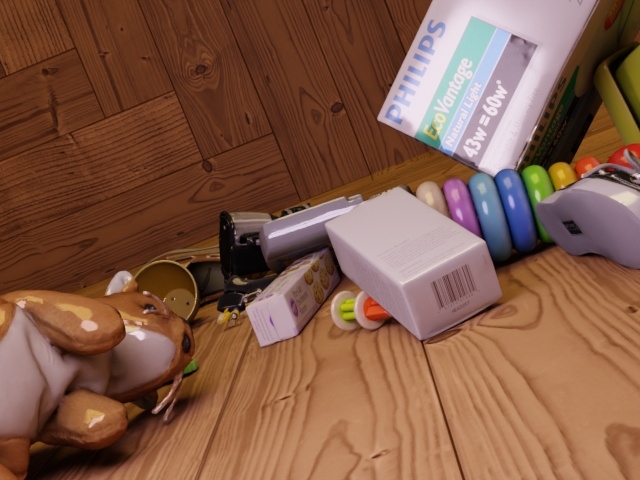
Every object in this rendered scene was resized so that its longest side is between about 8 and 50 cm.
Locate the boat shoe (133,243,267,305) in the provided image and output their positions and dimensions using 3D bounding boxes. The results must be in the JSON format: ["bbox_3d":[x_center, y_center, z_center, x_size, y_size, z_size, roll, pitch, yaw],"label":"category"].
[{"bbox_3d":[-0.263,0.077,2.257,0.324,0.122,0.120,-20,10,22],"label":"boat shoe"}]

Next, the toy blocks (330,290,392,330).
[{"bbox_3d":[0.101,0.071,1.418,0.123,0.054,0.148,-26,8,-37],"label":"toy blocks"}]

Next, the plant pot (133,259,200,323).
[{"bbox_3d":[-0.276,0.112,2.058,0.134,0.134,0.095,-21,-18,7],"label":"plant pot"}]

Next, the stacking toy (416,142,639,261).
[{"bbox_3d":[0.301,-0.051,1.489,0.330,0.141,0.141,-16,7,5],"label":"stacking toy"}]

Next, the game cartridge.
[{"bbox_3d":[0.000,0.000,1.926,0.198,0.062,0.297,-23,-13,4],"label":"game cartridge"}]

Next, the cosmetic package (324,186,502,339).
[{"bbox_3d":[0.107,0.022,1.354,0.117,0.085,0.231,-26,25,-11],"label":"cosmetic package"}]

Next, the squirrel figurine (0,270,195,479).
[{"bbox_3d":[-0.361,0.155,1.364,0.397,0.280,0.370,-13,4,38],"label":"squirrel figurine"}]

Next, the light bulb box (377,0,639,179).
[{"bbox_3d":[0.305,-0.274,1.708,0.225,0.357,0.361,28,10,19],"label":"light bulb box"}]

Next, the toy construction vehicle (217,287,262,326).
[{"bbox_3d":[-0.121,0.118,1.870,0.098,0.035,0.086,-23,17,9],"label":"toy construction vehicle"}]

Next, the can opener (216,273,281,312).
[{"bbox_3d":[-0.104,0.089,1.982,0.186,0.073,0.059,-13,-28,36],"label":"can opener"}]

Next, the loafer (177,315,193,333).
[{"bbox_3d":[-0.317,0.175,1.800,0.220,0.080,0.078,-21,6,10],"label":"loafer"}]

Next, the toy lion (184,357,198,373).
[{"bbox_3d":[-0.229,0.192,1.631,0.096,0.034,0.100,-18,4,-27],"label":"toy lion"}]

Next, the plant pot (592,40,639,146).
[{"bbox_3d":[0.549,-0.226,1.664,0.207,0.227,0.228,-25,4,35],"label":"plant pot"}]

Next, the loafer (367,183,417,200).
[{"bbox_3d":[0.145,-0.035,1.984,0.102,0.092,0.268,-18,-9,15],"label":"loafer"}]

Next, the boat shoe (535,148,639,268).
[{"bbox_3d":[0.341,-0.038,1.274,0.105,0.113,0.306,-37,-1,-4],"label":"boat shoe"}]

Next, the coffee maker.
[{"bbox_3d":[-0.098,0.017,2.131,0.178,0.171,0.120,-4,39,-17],"label":"coffee maker"}]

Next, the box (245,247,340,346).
[{"bbox_3d":[-0.036,0.081,1.728,0.063,0.067,0.324,-20,6,15],"label":"box"}]

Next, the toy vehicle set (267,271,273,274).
[{"bbox_3d":[0.006,0.005,2.308,0.267,0.035,0.166,-17,9,37],"label":"toy vehicle set"}]
